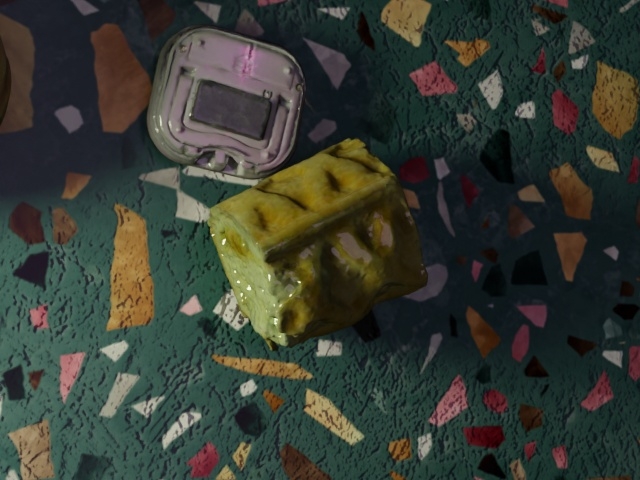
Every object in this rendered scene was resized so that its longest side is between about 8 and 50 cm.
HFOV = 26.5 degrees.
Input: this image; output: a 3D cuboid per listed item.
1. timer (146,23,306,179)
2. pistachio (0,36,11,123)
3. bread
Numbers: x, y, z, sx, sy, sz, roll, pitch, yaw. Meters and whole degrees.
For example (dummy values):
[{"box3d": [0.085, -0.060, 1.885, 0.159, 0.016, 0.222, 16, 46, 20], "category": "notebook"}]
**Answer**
[{"box3d": [-0.123, -0.187, 1.829, 0.208, 0.069, 0.191, 13, 83, -20], "category": "timer"}, {"box3d": [-0.483, -0.156, 1.640, 0.181, 0.162, 0.293, 25, 68, 13], "category": "pistachio"}, {"box3d": [0.002, 0.006, 1.795, 0.252, 0.238, 0.196, -19, 131, -18], "category": "bread"}]
